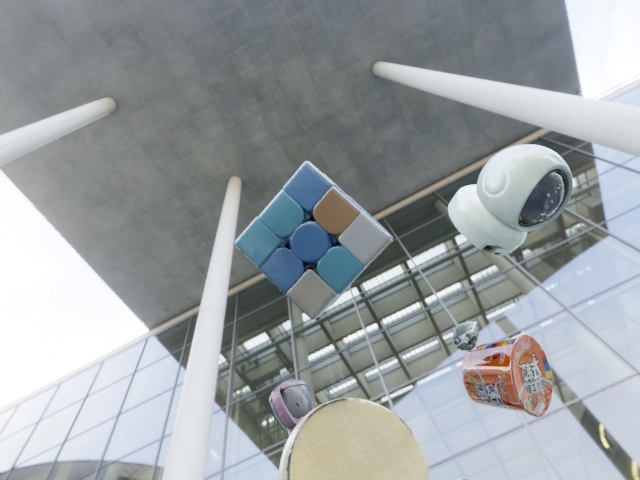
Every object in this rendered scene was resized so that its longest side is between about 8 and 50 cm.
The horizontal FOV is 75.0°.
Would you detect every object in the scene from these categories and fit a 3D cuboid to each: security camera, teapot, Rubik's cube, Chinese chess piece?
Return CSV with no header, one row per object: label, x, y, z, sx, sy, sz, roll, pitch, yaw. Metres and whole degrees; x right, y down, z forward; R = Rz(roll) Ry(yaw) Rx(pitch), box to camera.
security camera,0.425,-0.103,0.922,0.195,0.194,0.236,21,-49,-17
teapot,-0.065,0.448,1.110,0.116,0.146,0.148,-15,-44,-17
Rubik's cube,0.000,0.000,1.361,0.346,0.347,0.344,42,-83,7
Chinese chess piece,0.055,0.390,0.688,0.250,0.249,0.103,0,-40,-8

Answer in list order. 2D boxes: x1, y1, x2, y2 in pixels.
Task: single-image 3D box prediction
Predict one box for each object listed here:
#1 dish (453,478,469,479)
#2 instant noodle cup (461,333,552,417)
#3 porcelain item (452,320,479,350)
dish,0.472,0.917,1.465,0.191,0.066,0.190,0,-90,-21
instant noodle cup,0.603,0.440,1.367,0.250,0.250,0.192,39,-35,-22
porcelain item,0.442,0.297,1.272,0.081,0.216,0.069,-26,-101,17
